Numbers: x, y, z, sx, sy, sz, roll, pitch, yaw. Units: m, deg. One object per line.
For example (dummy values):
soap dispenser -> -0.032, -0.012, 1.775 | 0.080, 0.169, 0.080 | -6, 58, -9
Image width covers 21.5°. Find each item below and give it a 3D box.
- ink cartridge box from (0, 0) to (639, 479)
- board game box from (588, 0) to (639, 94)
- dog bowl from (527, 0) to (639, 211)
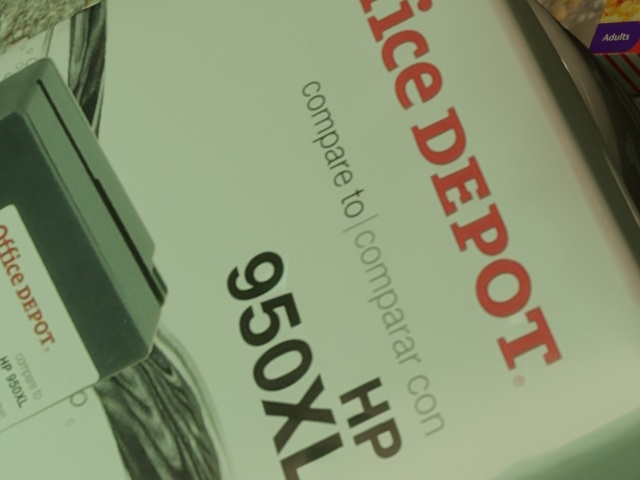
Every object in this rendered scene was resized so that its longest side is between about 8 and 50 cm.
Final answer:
ink cartridge box -> -0.063, 0.065, 0.648 | 0.395, 0.166, 0.285 | -27, 51, 10
board game box -> 0.242, -0.170, 0.904 | 0.146, 0.045, 0.193 | 3, 63, 44
dog bowl -> 0.000, 0.000, 0.840 | 0.348, 0.102, 0.349 | -4, 74, 13
